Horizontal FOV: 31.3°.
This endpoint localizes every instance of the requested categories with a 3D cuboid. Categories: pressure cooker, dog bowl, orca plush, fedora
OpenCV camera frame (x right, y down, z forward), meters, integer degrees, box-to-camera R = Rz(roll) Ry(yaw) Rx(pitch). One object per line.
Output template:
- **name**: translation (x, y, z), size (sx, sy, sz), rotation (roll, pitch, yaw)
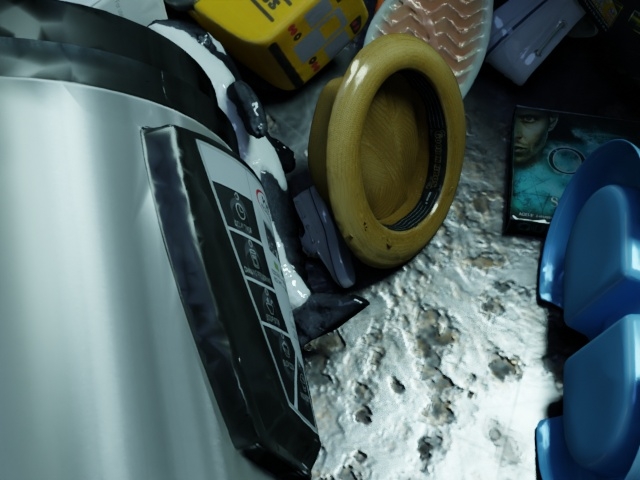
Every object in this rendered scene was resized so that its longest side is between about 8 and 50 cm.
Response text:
- **pressure cooker**: translation (-0.214, 0.045, 0.691), size (0.375, 0.370, 0.421), rotation (8, 63, -41)
- **dog bowl**: translation (0.235, 0.068, 0.864), size (0.074, 0.166, 0.297), rotation (15, 59, -12)
- **orca plush**: translation (-0.043, -0.059, 0.934), size (0.102, 0.151, 0.287), rotation (-21, 66, -42)
- **fedora**: translation (0.044, -0.076, 0.942), size (0.079, 0.194, 0.194), rotation (13, 54, 39)

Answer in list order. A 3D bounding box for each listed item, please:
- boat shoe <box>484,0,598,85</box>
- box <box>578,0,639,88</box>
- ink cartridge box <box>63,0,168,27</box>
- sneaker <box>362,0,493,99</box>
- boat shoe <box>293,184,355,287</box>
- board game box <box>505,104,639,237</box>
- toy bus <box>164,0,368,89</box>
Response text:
- **boat shoe**: translation (0.240, -0.226, 1.094), size (0.226, 0.083, 0.076), rotation (-40, 85, -15)
- **box**: translation (0.278, -0.277, 0.901), size (0.097, 0.318, 0.395), rotation (-29, 78, -11)
- **ink cartridge box**: translation (-0.309, -0.165, 0.955), size (0.306, 0.131, 0.226), rotation (-39, 65, -16)
- **sneaker**: translation (0.105, -0.225, 1.044), size (0.108, 0.121, 0.302), rotation (15, 89, 0)
- **boat shoe**: translation (0.000, 0.000, 0.962), size (0.035, 0.035, 0.100), rotation (-26, 65, 13)
- **board game box**: translation (0.260, -0.053, 1.012), size (0.186, 0.026, 0.126), rotation (8, 59, 1)
- **toy bus**: translation (-0.115, -0.283, 1.052), size (0.130, 0.108, 0.333), rotation (-43, 69, 2)
